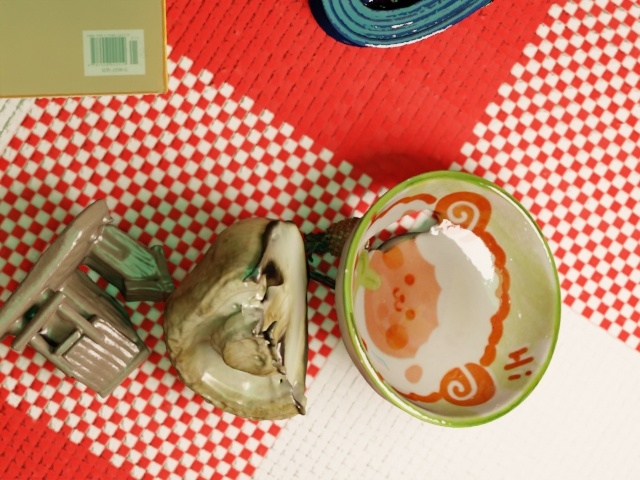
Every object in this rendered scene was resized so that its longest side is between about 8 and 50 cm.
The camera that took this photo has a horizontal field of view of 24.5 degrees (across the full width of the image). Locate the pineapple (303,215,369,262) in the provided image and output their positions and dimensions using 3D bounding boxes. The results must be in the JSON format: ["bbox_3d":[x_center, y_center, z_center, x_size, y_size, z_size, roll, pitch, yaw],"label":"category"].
[{"bbox_3d":[0.000,0.000,1.915,0.124,0.058,0.058,-5,96,-4],"label":"pineapple"}]

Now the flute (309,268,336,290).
[{"bbox_3d":[0.096,0.098,1.958,0.269,0.014,0.014,26,91,-11],"label":"flute"}]

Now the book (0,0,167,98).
[{"bbox_3d":[-0.327,-0.365,1.837,0.262,0.028,0.374,-2,96,-9],"label":"book"}]

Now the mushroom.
[{"bbox_3d":[-0.105,0.090,1.837,0.164,0.189,0.267,-1,141,14],"label":"mushroom"}]

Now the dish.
[{"bbox_3d":[0.144,0.079,1.894,0.324,0.124,0.324,4,81,-27],"label":"dish"}]

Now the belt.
[{"bbox_3d":[0.139,-0.383,1.869,0.347,0.117,0.212,-37,101,-3],"label":"belt"}]

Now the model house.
[{"bbox_3d":[-0.285,0.083,1.840,0.188,0.122,0.229,41,85,-13],"label":"model house"}]
